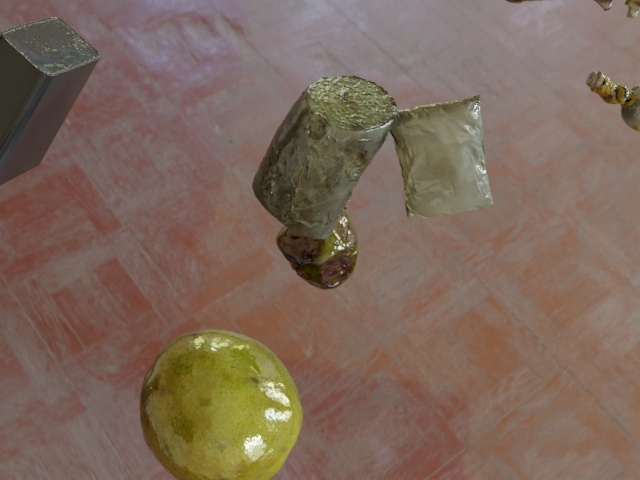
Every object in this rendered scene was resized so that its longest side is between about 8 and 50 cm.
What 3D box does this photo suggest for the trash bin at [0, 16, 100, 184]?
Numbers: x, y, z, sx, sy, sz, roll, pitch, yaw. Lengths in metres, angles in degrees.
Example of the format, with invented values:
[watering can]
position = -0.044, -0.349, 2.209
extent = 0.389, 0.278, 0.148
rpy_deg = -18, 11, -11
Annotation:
[trash bin]
position = -0.442, -0.202, 1.178
extent = 0.115, 0.225, 0.165
rpy_deg = 42, 28, -3

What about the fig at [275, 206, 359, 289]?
[fig]
position = 0.000, 0.000, 1.483
extent = 0.154, 0.144, 0.165
rpy_deg = 18, 46, 1

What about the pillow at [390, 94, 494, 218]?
[pillow]
position = 0.188, -0.123, 1.269
extent = 0.148, 0.229, 0.050
rpy_deg = -9, 47, 10

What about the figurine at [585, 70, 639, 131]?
[figurine]
position = 0.475, -0.213, 1.236
extent = 0.101, 0.143, 0.068
rpy_deg = 33, 98, 51

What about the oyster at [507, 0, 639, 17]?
[oyster]
position = 0.287, -0.383, 1.006
extent = 0.271, 0.100, 0.275
rpy_deg = -15, 67, 20

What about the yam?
[yam]
position = -0.005, -0.119, 1.196
extent = 0.154, 0.254, 0.154
rpy_deg = 17, 43, -17

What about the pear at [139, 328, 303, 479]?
[pear]
position = -0.195, 0.306, 1.501
extent = 0.304, 0.304, 0.304
rpy_deg = 2, 58, -4
